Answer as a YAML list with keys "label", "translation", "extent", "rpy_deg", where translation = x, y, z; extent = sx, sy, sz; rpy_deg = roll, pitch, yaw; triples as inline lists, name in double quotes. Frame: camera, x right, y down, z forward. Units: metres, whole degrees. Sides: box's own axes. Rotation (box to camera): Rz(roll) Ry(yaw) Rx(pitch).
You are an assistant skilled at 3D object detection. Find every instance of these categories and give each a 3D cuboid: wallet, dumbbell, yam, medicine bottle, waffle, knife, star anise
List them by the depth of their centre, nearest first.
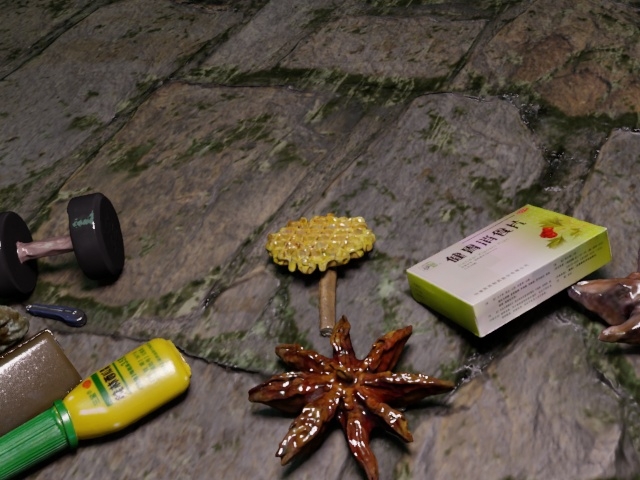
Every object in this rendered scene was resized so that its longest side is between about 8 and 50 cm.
- label: "star anise"
  translation: [0.040, 0.210, 0.978]
  extent: [0.289, 0.088, 0.288]
  rpy_deg: [-4, 45, 4]
- label: "star anise"
  translation: [0.536, 0.109, 0.981]
  extent: [0.293, 0.108, 0.349]
  rpy_deg: [-21, 43, 0]
- label: "medicine bottle"
  translation: [-0.336, 0.248, 1.011]
  extent: [0.309, 0.076, 0.111]
  rpy_deg: [-30, 39, -19]
- label: "wallet"
  translation: [-0.460, 0.225, 1.032]
  extent: [0.198, 0.031, 0.110]
  rpy_deg: [-36, 89, -36]
- label: "yam"
  translation: [0.012, 0.093, 1.146]
  extent: [0.032, 0.032, 0.145]
  rpy_deg: [-4, 44, 6]
- label: "knife"
  translation: [-0.453, 0.126, 1.204]
  extent: [0.121, 0.018, 0.031]
  rpy_deg: [6, 43, 18]
- label: "waffle"
  translation: [-0.001, 0.002, 1.212]
  extent: [0.191, 0.038, 0.191]
  rpy_deg: [-6, 26, 3]
- label: "dumbbell"
  translation: [-0.471, 0.009, 1.233]
  extent: [0.218, 0.152, 0.152]
  rpy_deg: [-12, 43, -2]

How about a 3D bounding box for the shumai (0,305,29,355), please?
- label: "shumai"
  translation: [-0.589, 0.195, 1.072]
  extent: [0.272, 0.222, 0.203]
  rpy_deg: [-6, 78, -6]

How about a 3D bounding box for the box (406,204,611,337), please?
- label: "box"
  translation: [0.290, 0.038, 1.093]
  extent: [0.261, 0.062, 0.175]
  rpy_deg: [-27, 25, -18]
